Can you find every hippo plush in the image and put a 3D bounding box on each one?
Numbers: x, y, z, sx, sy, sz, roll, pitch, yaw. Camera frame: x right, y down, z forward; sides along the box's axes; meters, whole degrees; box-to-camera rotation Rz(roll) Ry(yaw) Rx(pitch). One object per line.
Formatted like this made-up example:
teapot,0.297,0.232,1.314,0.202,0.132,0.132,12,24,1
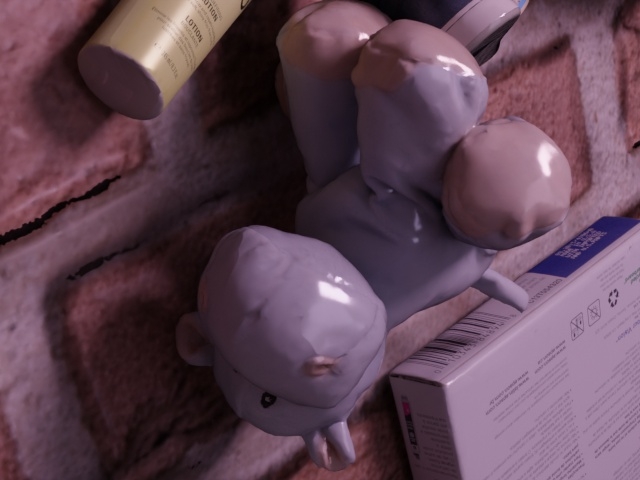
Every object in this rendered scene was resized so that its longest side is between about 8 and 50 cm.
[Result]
hippo plush,0.000,0.000,0.818,0.236,0.234,0.294,-43,166,-13

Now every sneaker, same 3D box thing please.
sneaker,0.050,-0.177,0.867,0.086,0.226,0.163,-41,86,-11

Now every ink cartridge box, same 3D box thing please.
ink cartridge box,0.213,0.190,1.100,0.324,0.071,0.330,-30,117,-40

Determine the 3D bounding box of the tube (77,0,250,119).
tube,-0.068,-0.180,0.796,0.062,0.070,0.240,29,57,3

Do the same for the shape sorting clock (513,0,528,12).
shape sorting clock,0.117,-0.268,0.954,0.206,0.040,0.206,25,58,-47
